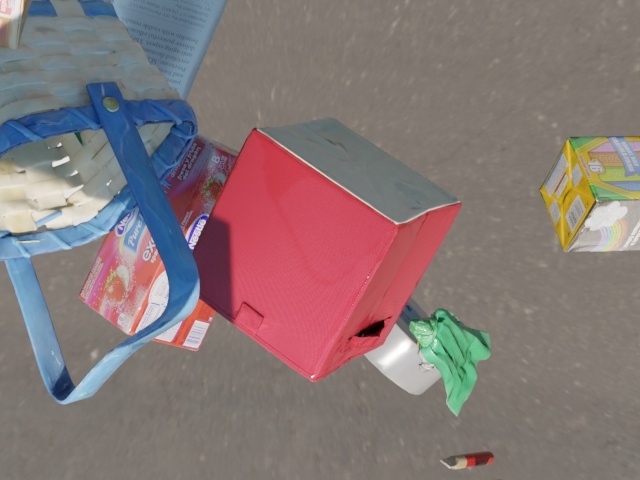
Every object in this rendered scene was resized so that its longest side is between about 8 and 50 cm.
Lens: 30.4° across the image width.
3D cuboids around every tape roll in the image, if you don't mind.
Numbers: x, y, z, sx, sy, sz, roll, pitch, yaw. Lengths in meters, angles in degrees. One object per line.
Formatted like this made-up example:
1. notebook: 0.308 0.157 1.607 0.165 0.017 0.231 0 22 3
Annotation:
1. tape roll: 0.114 0.139 1.874 0.072 0.219 0.219 -44 93 14

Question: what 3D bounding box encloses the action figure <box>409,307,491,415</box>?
1. action figure: 0.177 0.155 1.688 0.063 0.232 0.137 10 71 27

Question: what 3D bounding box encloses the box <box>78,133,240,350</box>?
1. box: -0.180 -0.006 1.496 0.122 0.128 0.257 29 96 41

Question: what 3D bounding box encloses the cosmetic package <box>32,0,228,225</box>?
1. cosmetic package: -0.295 -0.259 1.759 0.161 0.230 0.453 14 120 -25

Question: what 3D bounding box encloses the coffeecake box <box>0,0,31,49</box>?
1. coffeecake box: -0.253 -0.211 0.704 0.185 0.068 0.142 14 61 -11

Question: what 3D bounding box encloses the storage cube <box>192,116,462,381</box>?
1. storage cube: 0.000 0.000 1.245 0.215 0.183 0.193 36 113 18

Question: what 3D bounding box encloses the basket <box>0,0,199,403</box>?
1. basket: -0.202 -0.037 0.929 0.201 0.255 0.289 -7 72 -38

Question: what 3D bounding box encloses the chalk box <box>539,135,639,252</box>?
1. chalk box: 0.469 -0.072 1.802 0.213 0.132 0.132 -2 52 -18

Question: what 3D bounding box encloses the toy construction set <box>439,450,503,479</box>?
1. toy construction set: 0.269 0.484 1.882 0.257 0.237 0.309 -46 59 27
